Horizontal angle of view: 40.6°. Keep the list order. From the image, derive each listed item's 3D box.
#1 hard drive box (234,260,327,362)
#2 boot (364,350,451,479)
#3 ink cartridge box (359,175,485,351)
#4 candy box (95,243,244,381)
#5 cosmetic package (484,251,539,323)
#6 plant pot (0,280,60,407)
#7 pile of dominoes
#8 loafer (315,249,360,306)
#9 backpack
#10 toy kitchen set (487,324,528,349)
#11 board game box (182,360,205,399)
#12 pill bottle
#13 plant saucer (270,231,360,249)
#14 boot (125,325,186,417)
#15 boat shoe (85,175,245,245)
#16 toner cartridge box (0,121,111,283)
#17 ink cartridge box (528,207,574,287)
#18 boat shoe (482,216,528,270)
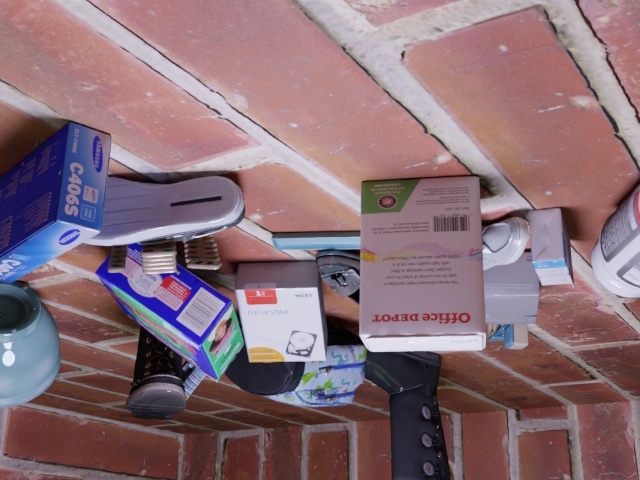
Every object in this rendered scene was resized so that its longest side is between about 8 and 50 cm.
[{"bbox_3d":[-0.083,0.160,1.913,0.181,0.089,0.232,-3,130,6],"label":"hard drive box"},{"bbox_3d":[0.219,0.533,2.516,0.366,0.446,0.146,13,156,-29],"label":"boot"},{"bbox_3d":[0.172,0.043,1.458,0.201,0.278,0.117,-2,159,10],"label":"ink cartridge box"},{"bbox_3d":[-0.304,0.145,1.814,0.268,0.122,0.317,33,164,12],"label":"candy box"},{"bbox_3d":[0.406,0.104,1.861,0.127,0.107,0.238,-1,163,14],"label":"cosmetic package"},{"bbox_3d":[-0.751,0.216,2.025,0.292,0.293,0.196,8,132,-17],"label":"plant pot"},{"bbox_3d":[-0.287,0.004,1.588,0.195,0.040,0.251,-3,-163,-10],"label":"pile of dominoes"},{"bbox_3d":[0.073,0.090,1.847,0.096,0.084,0.267,-8,161,26],"label":"loafer"},{"bbox_3d":[-0.040,0.319,2.252,0.290,0.274,0.355,2,-168,44],"label":"backpack"},{"bbox_3d":[0.400,0.219,2.134,0.166,0.122,0.207,3,159,-4],"label":"toy kitchen set"},{"bbox_3d":[-0.313,0.315,2.303,0.060,0.194,0.194,37,-169,-5],"label":"board game box"},{"bbox_3d":[0.572,-0.009,1.467,0.161,0.161,0.283,2,160,-2],"label":"pill bottle"},{"bbox_3d":[0.000,0.000,1.724,0.191,0.018,0.067,-2,159,5],"label":"plant saucer"},{"bbox_3d":[-0.388,0.281,2.109,0.138,0.284,0.377,6,160,-9],"label":"boot"},{"bbox_3d":[-0.290,-0.037,1.493,0.335,0.121,0.119,-1,160,6],"label":"boat shoe"},{"bbox_3d":[-0.460,-0.051,1.407,0.075,0.165,0.347,16,155,-37],"label":"toner cartridge box"},{"bbox_3d":[0.437,0.021,1.630,0.060,0.104,0.180,-7,158,20],"label":"ink cartridge box"},{"bbox_3d":[0.312,0.012,1.651,0.081,0.079,0.227,4,163,-19],"label":"boat shoe"}]
